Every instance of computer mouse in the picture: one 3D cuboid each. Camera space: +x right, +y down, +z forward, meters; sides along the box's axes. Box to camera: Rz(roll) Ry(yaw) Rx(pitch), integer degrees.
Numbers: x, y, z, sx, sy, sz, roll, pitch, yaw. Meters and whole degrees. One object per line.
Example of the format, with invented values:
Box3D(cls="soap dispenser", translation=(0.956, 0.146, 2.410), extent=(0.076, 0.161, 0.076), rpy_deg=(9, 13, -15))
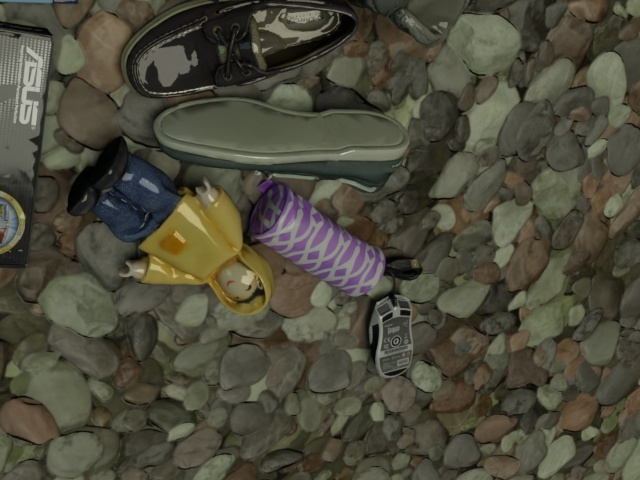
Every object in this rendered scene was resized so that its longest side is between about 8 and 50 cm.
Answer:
Box3D(cls="computer mouse", translation=(0.102, 0.116, 1.236), extent=(0.106, 0.042, 0.193), rpy_deg=(-9, 110, -27))

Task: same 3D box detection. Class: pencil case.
Box3D(cls="pencil case", translation=(0.000, 0.000, 1.104), extent=(0.086, 0.088, 0.206), rpy_deg=(-27, 134, 34))

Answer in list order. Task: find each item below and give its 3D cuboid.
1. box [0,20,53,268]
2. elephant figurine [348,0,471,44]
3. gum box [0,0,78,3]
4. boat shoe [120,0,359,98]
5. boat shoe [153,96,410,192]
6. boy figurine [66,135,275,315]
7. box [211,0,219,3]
Box3D(cls="box", translation=(-0.412, -0.107, 0.870), extent=(0.216, 0.060, 0.270), rpy_deg=(5, 110, -26))
Box3D(cls="elephant figurine", translation=(0.100, -0.319, 0.971), extent=(0.239, 0.169, 0.186), rpy_deg=(-39, 109, -13))
Box3D(cls="gum box", translation=(-0.342, -0.321, 0.819), extent=(0.184, 0.041, 0.157), rpy_deg=(-6, 114, -23))
Box3D(cls="boat shoe", translation=(-0.088, -0.232, 0.951), extent=(0.285, 0.092, 0.103), rpy_deg=(-19, 119, -17))
Box3D(cls="boat shoe", translation=(-0.048, -0.105, 1.018), extent=(0.319, 0.116, 0.099), rpy_deg=(0, 137, -18))
Box3D(cls="boy figurine", translation=(-0.173, 0.001, 1.011), extent=(0.177, 0.092, 0.285), rpy_deg=(-38, 122, 18))
Box3D(cls="box", translation=(-0.160, -0.364, 0.865), extent=(0.147, 0.077, 0.180), rpy_deg=(9, 108, -29))
